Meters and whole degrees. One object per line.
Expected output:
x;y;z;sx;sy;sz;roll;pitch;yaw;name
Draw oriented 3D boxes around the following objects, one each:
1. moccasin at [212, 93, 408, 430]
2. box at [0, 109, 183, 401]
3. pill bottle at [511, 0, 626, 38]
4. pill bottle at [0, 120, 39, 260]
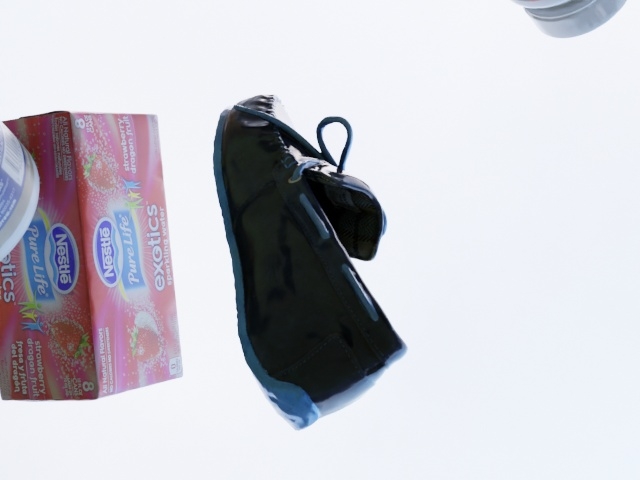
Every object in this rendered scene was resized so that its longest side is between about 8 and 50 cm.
0.000;0.000;0.944;0.117;0.138;0.342;-25;-136;11;moccasin
-0.221;0.013;1.135;0.122;0.128;0.257;-4;-89;31;box
0.254;-0.379;1.454;0.161;0.283;0.161;-23;-135;24;pill bottle
-0.345;-0.087;0.943;0.153;0.265;0.153;-11;-124;17;pill bottle
